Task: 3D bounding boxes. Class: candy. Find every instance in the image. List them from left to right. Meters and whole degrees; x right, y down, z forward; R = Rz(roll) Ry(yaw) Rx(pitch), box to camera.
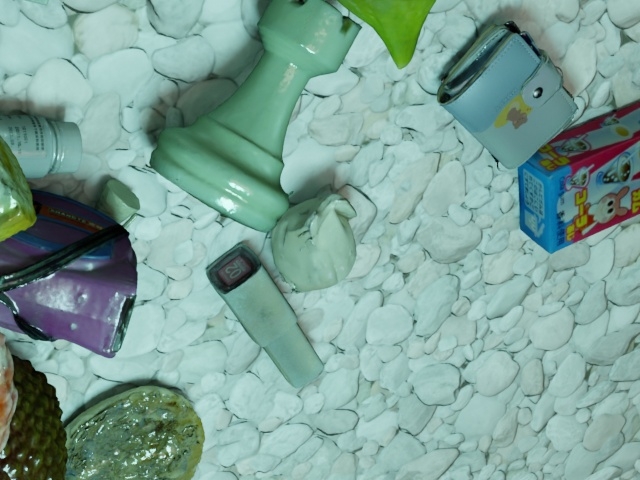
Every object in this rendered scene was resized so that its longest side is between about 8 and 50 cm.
[{"bbox_3d":[0.465,-0.112,2.277,0.306,0.100,0.157,-23,129,-19],"label":"candy"}]

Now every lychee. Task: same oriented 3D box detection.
[{"bbox_3d":[-0.449,0.282,1.897,0.236,0.236,0.271,22,84,-40],"label":"lychee"}]

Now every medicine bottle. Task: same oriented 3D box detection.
[{"bbox_3d":[-0.368,-0.116,1.770,0.130,0.080,0.080,-2,121,-32],"label":"medicine bottle"}]

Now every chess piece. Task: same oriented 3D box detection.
[{"bbox_3d":[-0.073,-0.179,1.856,0.194,0.194,0.299,28,94,-41],"label":"chess piece"}]

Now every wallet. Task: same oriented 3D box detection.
[{"bbox_3d":[0.279,-0.213,2.117,0.170,0.069,0.231,-44,138,7],"label":"wallet"}]

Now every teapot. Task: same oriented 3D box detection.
[{"bbox_3d":[-0.282,-0.032,1.899,0.083,0.057,0.067,-45,130,12],"label":"teapot"}]

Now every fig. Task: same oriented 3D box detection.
[{"bbox_3d":[0.084,-0.345,1.790,0.206,0.206,0.275,-19,110,-20],"label":"fig"}]

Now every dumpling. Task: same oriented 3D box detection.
[{"bbox_3d":[0.000,0.000,2.060,0.136,0.118,0.199,-37,162,-24],"label":"dumpling"}]

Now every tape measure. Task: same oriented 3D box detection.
[{"bbox_3d":[-0.345,0.040,1.774,0.231,0.245,0.149,15,110,-9],"label":"tape measure"}]

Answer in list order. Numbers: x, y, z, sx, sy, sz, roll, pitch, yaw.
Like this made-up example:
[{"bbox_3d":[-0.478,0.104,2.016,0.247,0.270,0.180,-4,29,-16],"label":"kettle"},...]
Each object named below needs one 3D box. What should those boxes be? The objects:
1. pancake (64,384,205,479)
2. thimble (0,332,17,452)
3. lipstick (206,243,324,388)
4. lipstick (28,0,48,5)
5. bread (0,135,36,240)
[{"bbox_3d":[-0.295,0.332,2.136,0.282,0.049,0.282,-16,128,-22],"label":"pancake"},{"bbox_3d":[-0.475,0.199,1.689,0.162,0.239,0.239,3,129,16],"label":"thimble"},{"bbox_3d":[-0.075,0.118,2.110,0.077,0.079,0.253,-38,134,-6],"label":"lipstick"},{"bbox_3d":[-0.378,-0.307,1.668,0.129,0.030,0.030,9,115,-35],"label":"lipstick"},{"bbox_3d":[-0.505,-0.126,1.555,0.239,0.264,0.395,-34,95,-5],"label":"bread"}]
